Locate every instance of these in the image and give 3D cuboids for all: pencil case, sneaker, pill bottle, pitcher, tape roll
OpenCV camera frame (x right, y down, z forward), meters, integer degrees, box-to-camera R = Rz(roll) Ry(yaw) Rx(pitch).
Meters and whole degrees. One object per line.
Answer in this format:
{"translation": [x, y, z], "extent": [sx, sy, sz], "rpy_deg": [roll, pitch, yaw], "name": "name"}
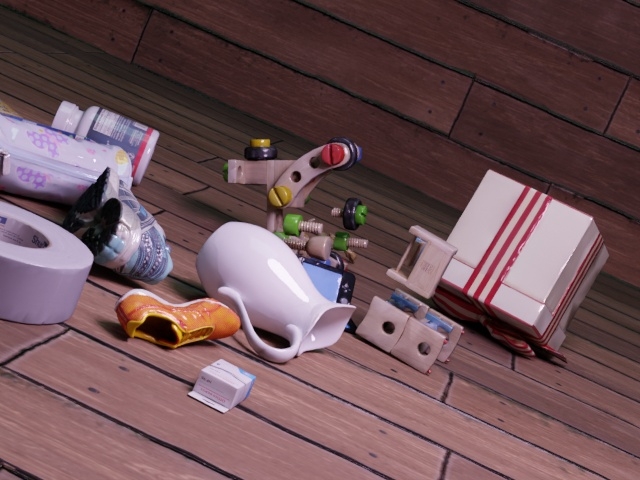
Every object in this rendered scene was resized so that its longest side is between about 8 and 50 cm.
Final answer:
{"translation": [-0.413, -0.116, 1.864], "extent": [0.124, 0.113, 0.273], "rpy_deg": [-6, -15, 44], "name": "pencil case"}
{"translation": [-0.168, 0.105, 1.510], "extent": [0.175, 0.064, 0.067], "rpy_deg": [7, 38, -40], "name": "sneaker"}
{"translation": [-0.277, -0.008, 1.752], "extent": [0.122, 0.110, 0.283], "rpy_deg": [38, 6, -25], "name": "sneaker"}
{"translation": [-0.390, -0.178, 2.249], "extent": [0.180, 0.108, 0.108], "rpy_deg": [22, 11, -7], "name": "pill bottle"}
{"translation": [-0.081, 0.074, 1.687], "extent": [0.207, 0.125, 0.178], "rpy_deg": [38, 30, 17], "name": "pitcher"}
{"translation": [-0.374, 0.016, 1.438], "extent": [0.219, 0.072, 0.219], "rpy_deg": [22, 10, -4], "name": "tape roll"}

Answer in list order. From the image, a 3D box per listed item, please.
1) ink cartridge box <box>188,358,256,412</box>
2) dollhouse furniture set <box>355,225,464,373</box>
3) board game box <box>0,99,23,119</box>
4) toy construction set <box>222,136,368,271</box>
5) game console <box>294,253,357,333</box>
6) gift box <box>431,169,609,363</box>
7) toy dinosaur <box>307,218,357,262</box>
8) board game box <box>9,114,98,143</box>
{"translation": [-0.109, 0.161, 1.399], "extent": [0.048, 0.028, 0.083], "rpy_deg": [25, 11, 10], "name": "ink cartridge box"}
{"translation": [0.166, 0.086, 1.905], "extent": [0.129, 0.183, 0.129], "rpy_deg": [31, 13, 15], "name": "dollhouse furniture set"}
{"translation": [-0.663, -0.250, 2.197], "extent": [0.243, 0.042, 0.165], "rpy_deg": [14, 14, -41], "name": "board game box"}
{"translation": [-0.072, -0.043, 2.125], "extent": [0.237, 0.257, 0.309], "rpy_deg": [8, 30, 16], "name": "toy construction set"}
{"translation": [0.004, 0.081, 1.925], "extent": [0.122, 0.107, 0.071], "rpy_deg": [20, -17, -22], "name": "game console"}
{"translation": [0.370, 0.067, 2.292], "extent": [0.255, 0.258, 0.276], "rpy_deg": [28, -8, 32], "name": "gift box"}
{"translation": [0.000, 0.000, 2.348], "extent": [0.183, 0.053, 0.092], "rpy_deg": [12, 17, -48], "name": "toy dinosaur"}
{"translation": [-0.420, -0.155, 2.079], "extent": [0.136, 0.035, 0.201], "rpy_deg": [16, -3, 9], "name": "board game box"}
